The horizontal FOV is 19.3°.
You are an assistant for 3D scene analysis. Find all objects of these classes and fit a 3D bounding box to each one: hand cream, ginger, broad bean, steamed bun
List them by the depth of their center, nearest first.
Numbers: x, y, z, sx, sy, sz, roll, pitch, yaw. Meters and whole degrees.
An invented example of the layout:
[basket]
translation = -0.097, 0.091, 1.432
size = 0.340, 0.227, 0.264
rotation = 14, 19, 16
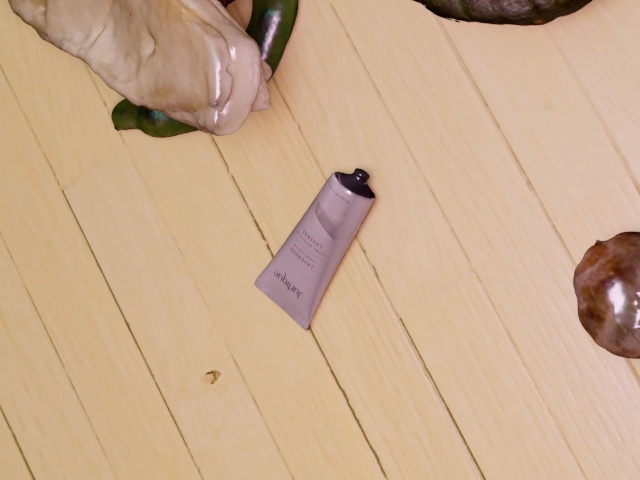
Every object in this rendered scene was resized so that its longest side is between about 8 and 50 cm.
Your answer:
[ginger]
translation = 0.413, 0.039, 1.775
size = 0.256, 0.176, 0.375
rotation = 55, 137, 9
[hand cream]
translation = 0.000, 0.000, 2.068
size = 0.087, 0.054, 0.186
rotation = 40, 110, 24
[steamed bun]
translation = -0.171, -0.297, 2.068
size = 0.428, 0.189, 0.247
rotation = 30, 126, 40
[broad bean]
translation = -0.115, -0.211, 2.128
size = 0.144, 0.049, 0.292
rotation = 42, 102, 26

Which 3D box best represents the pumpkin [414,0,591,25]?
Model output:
[pumpkin]
translation = 0.185, -0.366, 1.917
size = 0.320, 0.192, 0.321
rotation = 0, 91, 23
